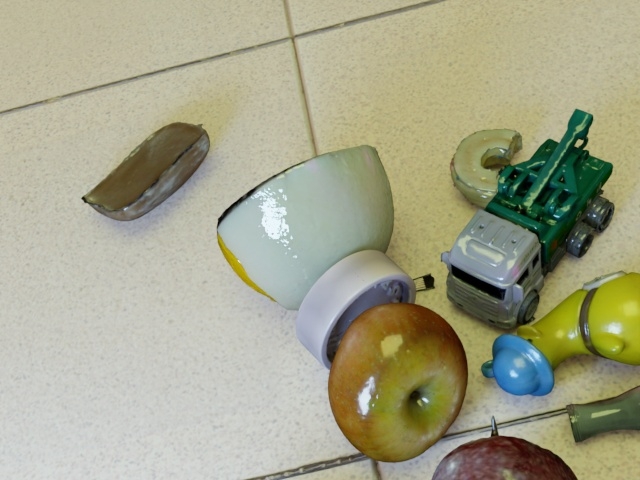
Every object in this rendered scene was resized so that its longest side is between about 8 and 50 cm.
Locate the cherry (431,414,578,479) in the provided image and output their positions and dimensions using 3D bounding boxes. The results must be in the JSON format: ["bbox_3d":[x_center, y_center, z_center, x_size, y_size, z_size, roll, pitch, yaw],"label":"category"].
[{"bbox_3d":[0.249,0.384,1.270,0.203,0.230,0.300,-9,66,24],"label":"cherry"}]

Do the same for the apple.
[{"bbox_3d":[0.109,0.206,1.450,0.235,0.210,0.173,-58,35,-1],"label":"apple"}]

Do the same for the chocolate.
[{"bbox_3d":[-0.322,-0.122,1.888,0.261,0.083,0.161,-45,39,-20],"label":"chocolate"}]

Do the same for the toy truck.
[{"bbox_3d":[0.346,-0.037,1.598,0.176,0.178,0.363,27,67,30],"label":"toy truck"}]

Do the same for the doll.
[{"bbox_3d":[0.417,0.137,1.486,0.363,0.145,0.199,-23,11,8],"label":"doll"}]

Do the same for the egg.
[{"bbox_3d":[0.000,0.000,1.603,0.337,0.337,0.201,-27,80,-7],"label":"egg"}]

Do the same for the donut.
[{"bbox_3d":[0.291,-0.132,1.751,0.108,0.065,0.166,13,59,23],"label":"donut"}]

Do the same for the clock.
[{"bbox_3d":[0.057,0.113,1.539,0.197,0.197,0.068,-37,55,-14],"label":"clock"}]

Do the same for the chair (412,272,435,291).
[{"bbox_3d":[0.152,0.087,1.637,0.086,0.037,0.042,-14,39,9],"label":"chair"}]

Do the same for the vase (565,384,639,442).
[{"bbox_3d":[0.469,0.244,1.414,0.214,0.086,0.086,-14,51,9],"label":"vase"}]
